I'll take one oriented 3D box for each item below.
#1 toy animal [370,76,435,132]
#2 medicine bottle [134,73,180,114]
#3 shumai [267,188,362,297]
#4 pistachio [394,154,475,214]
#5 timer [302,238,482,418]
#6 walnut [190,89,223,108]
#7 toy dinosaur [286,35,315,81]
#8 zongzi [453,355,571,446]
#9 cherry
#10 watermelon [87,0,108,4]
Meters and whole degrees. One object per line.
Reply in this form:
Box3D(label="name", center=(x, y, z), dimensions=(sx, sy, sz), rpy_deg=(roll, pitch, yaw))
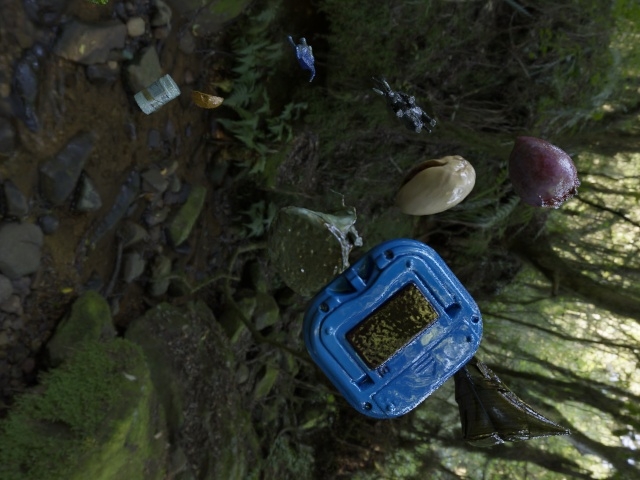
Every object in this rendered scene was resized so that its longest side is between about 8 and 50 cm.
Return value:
Box3D(label="toy animal", center=(0.277, -0.456, 1.573), dimensions=(0.082, 0.269, 0.137), rpy_deg=(-48, -165, 12))
Box3D(label="medicine bottle", center=(-0.339, -0.304, 0.965), dimensions=(0.047, 0.083, 0.047), rpy_deg=(59, 3, -5))
Box3D(label="shumai", center=(0.000, 0.000, 1.560), dimensions=(0.288, 0.292, 0.329), rpy_deg=(-59, 160, -56))
Box3D(label="pistachio", center=(0.271, -0.118, 1.097), dimensions=(0.200, 0.145, 0.117), rpy_deg=(-35, -148, 37))
Box3D(label="timer", center=(0.150, 0.182, 0.962), dimensions=(0.340, 0.309, 0.115), rpy_deg=(-39, -176, -2))
Box3D(label="walnut", center=(-0.412, -0.503, 1.668), dimensions=(0.091, 0.121, 0.052), rpy_deg=(-76, -179, -75))
Box3D(label="toy dinosaur", center=(-0.055, -0.637, 1.673), dimensions=(0.247, 0.075, 0.188), rpy_deg=(59, 15, -55))
Box3D(label="zongzi", center=(0.450, 0.377, 1.136), dimensions=(0.112, 0.242, 0.220), rpy_deg=(37, 41, -49))
Box3D(label="cherry", center=(0.664, -0.211, 1.406), dimensions=(0.249, 0.175, 0.192), rpy_deg=(62, 26, 9))
Box3D(label="watermelon", center=(-0.684, -0.760, 1.409), dimensions=(0.163, 0.087, 0.069), rpy_deg=(62, 11, 22))
